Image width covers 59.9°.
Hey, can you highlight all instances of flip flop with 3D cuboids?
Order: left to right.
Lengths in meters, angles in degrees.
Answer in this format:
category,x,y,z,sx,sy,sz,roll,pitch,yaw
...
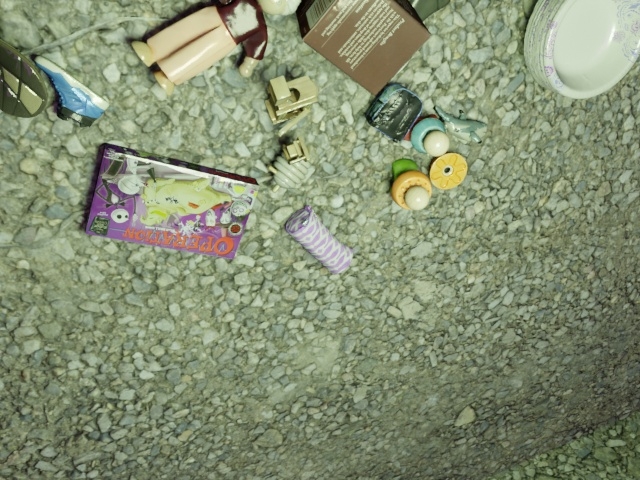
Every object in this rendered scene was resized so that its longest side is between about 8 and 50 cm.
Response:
category,x,y,z,sx,sy,sz,roll,pitch,yaw
flip flop,-0.616,-0.336,1.000,0.277,0.080,0.112,36,107,-18

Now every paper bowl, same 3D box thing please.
category,x,y,z,sx,sy,sz,roll,pitch,yaw
paper bowl,0.618,-0.495,1.330,0.284,0.148,0.284,-10,122,-16

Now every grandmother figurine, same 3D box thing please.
category,x,y,z,sx,sy,sz,roll,pitch,yaw
grandmother figurine,-0.184,-0.420,1.099,0.342,0.104,0.207,-33,134,3

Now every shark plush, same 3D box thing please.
category,x,y,z,sx,sy,sz,roll,pitch,yaw
shark plush,0.351,-0.300,1.418,0.161,0.073,0.067,24,89,-9

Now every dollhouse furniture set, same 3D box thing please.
category,x,y,z,sx,sy,sz,roll,pitch,yaw
dollhouse furniture set,-0.037,-0.254,1.166,0.101,0.182,0.160,-22,95,-8

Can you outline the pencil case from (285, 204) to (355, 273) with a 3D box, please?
category,x,y,z,sx,sy,sz,roll,pitch,yaw
pencil case,0.000,0.000,1.424,0.206,0.086,0.088,46,73,-36

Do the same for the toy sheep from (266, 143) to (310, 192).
category,x,y,z,sx,sy,sz,roll,pitch,yaw
toy sheep,-0.073,-0.167,1.295,0.091,0.091,0.132,34,98,-33

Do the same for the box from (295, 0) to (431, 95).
category,x,y,z,sx,sy,sz,roll,pitch,yaw
box,0.080,-0.442,1.121,0.203,0.167,0.168,29,123,-32

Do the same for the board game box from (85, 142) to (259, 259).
category,x,y,z,sx,sy,sz,roll,pitch,yaw
board game box,-0.334,-0.080,1.270,0.347,0.056,0.208,11,118,-26

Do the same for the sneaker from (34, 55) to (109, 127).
category,x,y,z,sx,sy,sz,roll,pitch,yaw
sneaker,-0.500,-0.281,1.080,0.084,0.058,0.152,-51,130,2

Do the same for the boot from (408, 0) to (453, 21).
category,x,y,z,sx,sy,sz,roll,pitch,yaw
boot,0.199,-0.555,1.184,0.137,0.077,0.198,-39,124,10

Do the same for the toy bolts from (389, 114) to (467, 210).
category,x,y,z,sx,sy,sz,roll,pitch,yaw
toy bolts,0.282,-0.188,1.359,0.218,0.158,0.228,-6,120,-8

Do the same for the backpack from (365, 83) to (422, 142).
category,x,y,z,sx,sy,sz,roll,pitch,yaw
backpack,0.172,-0.307,1.307,0.105,0.084,0.114,27,110,-29
